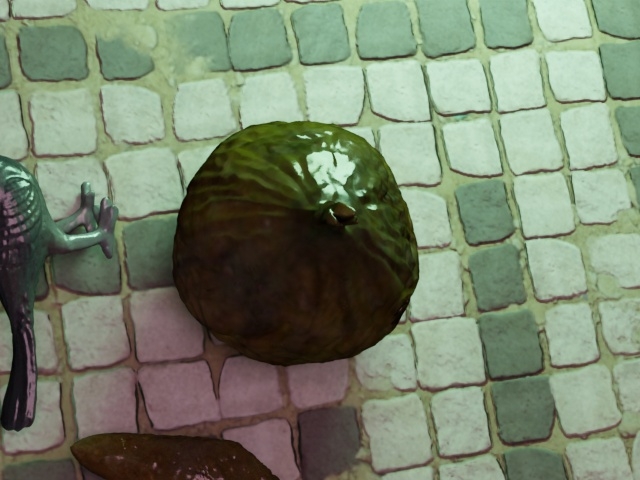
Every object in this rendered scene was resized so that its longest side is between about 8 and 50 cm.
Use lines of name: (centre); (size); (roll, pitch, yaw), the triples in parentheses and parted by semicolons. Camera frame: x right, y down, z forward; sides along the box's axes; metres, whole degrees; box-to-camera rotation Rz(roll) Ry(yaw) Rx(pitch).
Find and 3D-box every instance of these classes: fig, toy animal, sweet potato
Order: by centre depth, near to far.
fig: (0.000, 0.000, 1.463); (0.286, 0.368, 0.286); (1, 87, -17)
toy animal: (-0.316, 0.001, 1.503); (0.205, 0.081, 0.367); (-26, 107, -39)
sweet potato: (-0.105, 0.279, 1.503); (0.341, 0.092, 0.114); (33, 87, -5)
